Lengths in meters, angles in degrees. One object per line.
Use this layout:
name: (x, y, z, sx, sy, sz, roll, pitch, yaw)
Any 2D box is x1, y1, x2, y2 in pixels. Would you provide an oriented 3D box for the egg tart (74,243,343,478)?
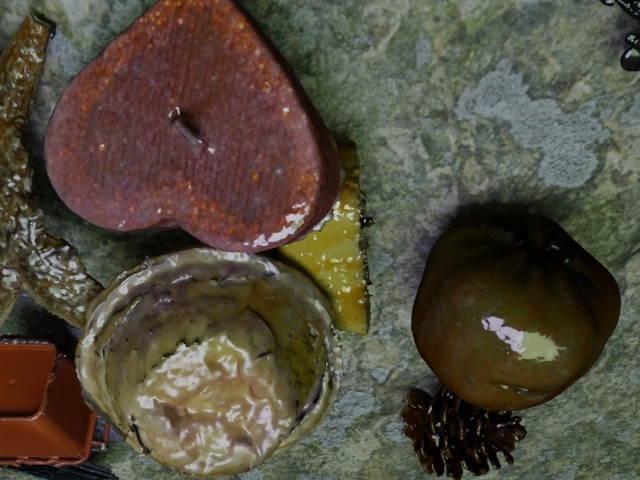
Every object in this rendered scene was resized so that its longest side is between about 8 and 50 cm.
egg tart: (-0.132, 0.176, 0.685, 0.352, 0.150, 0.352, -4, 114, -8)

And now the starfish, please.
starfish: (-0.400, -0.006, 0.698, 0.384, 0.132, 0.398, -23, 111, 14)

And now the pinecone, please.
pinecone: (0.268, 0.344, 1.016, 0.185, 0.169, 0.212, 25, 134, -37)

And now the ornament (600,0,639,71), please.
ornament: (0.409, -0.319, 0.597, 0.251, 0.106, 0.260, 31, 127, -16)

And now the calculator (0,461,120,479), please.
calculator: (-0.507, 0.442, 1.059, 0.165, 0.028, 0.274, 35, 138, -27)

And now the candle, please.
candle: (-0.128, -0.131, 0.593, 0.317, 0.131, 0.287, 13, 96, 9)

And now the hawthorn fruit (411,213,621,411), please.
hawthorn fruit: (0.264, 0.118, 0.797, 0.267, 0.268, 0.301, 7, 134, -9)

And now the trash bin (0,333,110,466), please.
trash bin: (-0.435, 0.255, 0.865, 0.184, 0.161, 0.239, 4, 148, -8)

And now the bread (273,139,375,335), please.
bread: (0.000, 0.002, 0.756, 0.147, 0.160, 0.261, -2, 132, 5)
